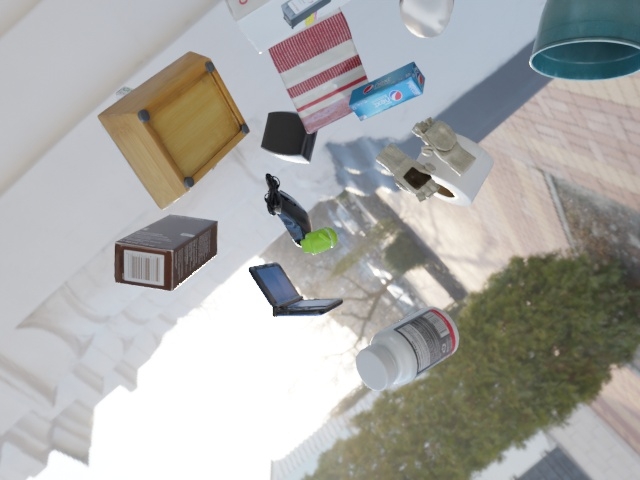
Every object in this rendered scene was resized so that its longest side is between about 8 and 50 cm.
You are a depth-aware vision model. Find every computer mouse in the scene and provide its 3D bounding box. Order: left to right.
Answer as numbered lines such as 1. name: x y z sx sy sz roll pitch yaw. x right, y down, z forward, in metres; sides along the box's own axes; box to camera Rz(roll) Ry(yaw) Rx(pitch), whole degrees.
1. computer mouse: -0.090 -0.086 1.806 0.188 0.072 0.272 -99 -18 -45

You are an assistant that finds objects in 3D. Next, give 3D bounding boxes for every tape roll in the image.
1. tape roll: 0.461 -0.251 1.961 0.246 0.169 0.246 30 175 3

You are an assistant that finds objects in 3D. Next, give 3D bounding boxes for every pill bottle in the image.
1. pill bottle: 0.263 0.334 1.705 0.176 0.319 0.176 25 124 43

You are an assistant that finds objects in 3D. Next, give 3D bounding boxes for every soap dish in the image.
1. soap dish: -0.292 -0.242 1.183 0.118 0.291 0.229 -1 130 38

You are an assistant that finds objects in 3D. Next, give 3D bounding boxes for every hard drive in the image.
1. hard drive: -0.112 -0.364 1.915 0.054 0.172 0.255 8 -171 -43

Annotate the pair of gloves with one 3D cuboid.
1. pair of gloves: 0.307 -0.239 1.597 0.204 0.240 0.042 51 166 10

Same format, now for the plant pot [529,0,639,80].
1. plant pot: 0.672 -0.560 1.366 0.272 0.255 0.271 7 178 0

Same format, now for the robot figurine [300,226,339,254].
1. robot figurine: 0.000 0.000 1.663 0.101 0.115 0.067 164 85 -75

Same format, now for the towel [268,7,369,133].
1. towel: 0.002 -0.502 1.630 0.329 0.237 0.037 62 -176 -35

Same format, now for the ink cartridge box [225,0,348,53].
1. ink cartridge box: -0.053 -0.560 1.115 0.226 0.306 0.131 67 -168 21

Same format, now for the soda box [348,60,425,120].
1. soda box: 0.184 -0.414 1.554 0.067 0.210 0.071 43 -134 -35

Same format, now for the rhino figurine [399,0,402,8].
1. rhino figurine: 0.317 -0.863 1.830 0.073 0.243 0.106 24 -153 32

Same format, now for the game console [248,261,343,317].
1. game console: -0.077 0.159 1.903 0.293 0.250 0.173 -7 -87 -74

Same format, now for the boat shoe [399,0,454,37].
1. boat shoe: 0.268 -0.599 1.228 0.127 0.158 0.340 28 173 7

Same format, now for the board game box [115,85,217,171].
1. board game box: -0.463 -0.336 1.691 0.305 0.053 0.193 18 138 9

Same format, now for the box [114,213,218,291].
1. box: -0.485 0.028 1.806 0.191 0.143 0.381 8 -165 7
